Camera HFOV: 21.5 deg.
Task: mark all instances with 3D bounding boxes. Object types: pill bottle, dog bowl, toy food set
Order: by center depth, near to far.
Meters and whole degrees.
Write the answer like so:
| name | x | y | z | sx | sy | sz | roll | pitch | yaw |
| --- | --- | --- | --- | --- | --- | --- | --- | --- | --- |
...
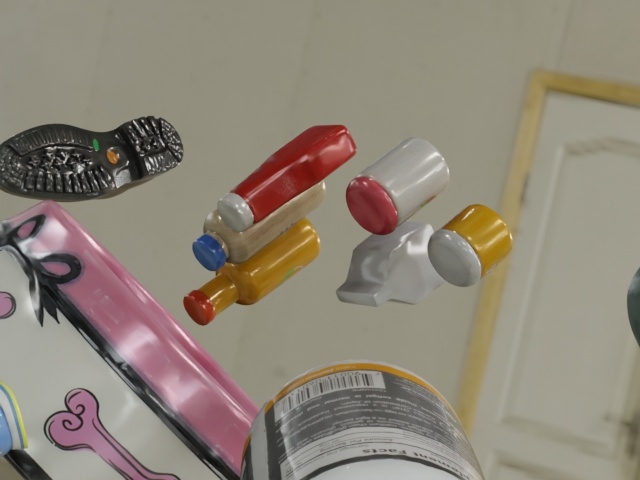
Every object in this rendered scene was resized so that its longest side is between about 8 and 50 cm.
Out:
| name | x | y | z | sx | sy | sz | roll | pitch | yaw |
| --- | --- | --- | --- | --- | --- | --- | --- | --- | --- |
| pill bottle | 0.032 | 0.189 | 1.045 | 0.162 | 0.162 | 0.278 | 12 | 14 | -7 |
| toy food set | 0.000 | 0.000 | 1.053 | 0.104 | 0.111 | 0.232 | -37 | 25 | -30 |
| dog bowl | -0.162 | 0.134 | 1.402 | 0.408 | 0.150 | 0.408 | 47 | -3 | 3 |

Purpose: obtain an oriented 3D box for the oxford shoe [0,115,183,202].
| name | x | y | z | sx | sy | sz | roll | pitch | yaw |
| --- | --- | --- | --- | --- | --- | --- | --- | --- | --- |
| oxford shoe | -0.248 | -0.068 | 1.703 | 0.227 | 0.083 | 0.096 | -7 | -16 | -48 |

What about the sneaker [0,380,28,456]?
| name | x | y | z | sx | sy | sz | roll | pitch | yaw |
| --- | --- | --- | --- | --- | --- | --- | --- | --- | --- |
| sneaker | -0.242 | 0.107 | 1.079 | 0.059 | 0.053 | 0.144 | -27 | 23 | -29 |

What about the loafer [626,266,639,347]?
| name | x | y | z | sx | sy | sz | roll | pitch | yaw |
| --- | --- | --- | --- | --- | --- | --- | --- | --- | --- |
| loafer | 0.285 | 0.119 | 1.029 | 0.267 | 0.096 | 0.084 | 52 | -22 | -16 |
